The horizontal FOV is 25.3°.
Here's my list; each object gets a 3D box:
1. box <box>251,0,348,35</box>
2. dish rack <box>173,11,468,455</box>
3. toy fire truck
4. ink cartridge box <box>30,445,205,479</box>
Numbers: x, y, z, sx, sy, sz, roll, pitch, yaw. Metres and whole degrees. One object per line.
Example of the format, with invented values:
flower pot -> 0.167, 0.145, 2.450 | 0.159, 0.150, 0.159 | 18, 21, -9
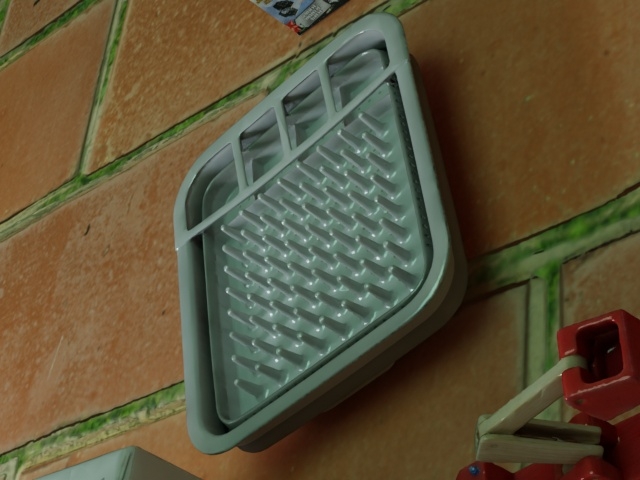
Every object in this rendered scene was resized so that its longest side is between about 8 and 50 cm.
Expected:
box -> -0.005, -0.259, 1.351 | 0.137, 0.094, 0.027 | -30, 43, 35
dish rack -> 0.000, 0.000, 1.164 | 0.285, 0.072, 0.333 | -37, 39, 27
toy fire truck -> 0.138, 0.122, 0.836 | 0.192, 0.135, 0.047 | -33, 42, 33
ink cartridge box -> -0.154, 0.271, 1.011 | 0.306, 0.226, 0.131 | -25, 45, 41
